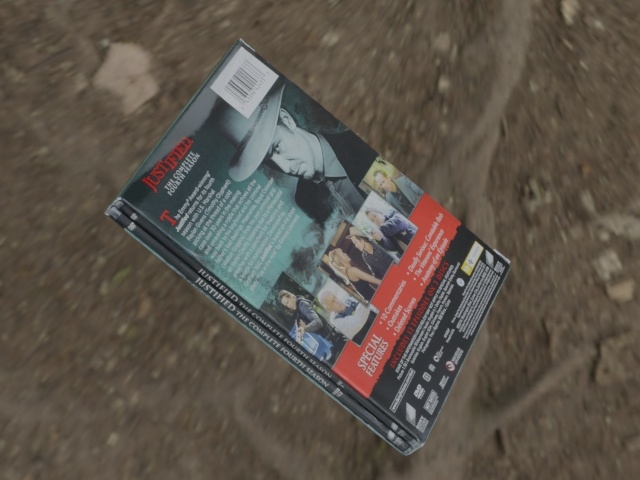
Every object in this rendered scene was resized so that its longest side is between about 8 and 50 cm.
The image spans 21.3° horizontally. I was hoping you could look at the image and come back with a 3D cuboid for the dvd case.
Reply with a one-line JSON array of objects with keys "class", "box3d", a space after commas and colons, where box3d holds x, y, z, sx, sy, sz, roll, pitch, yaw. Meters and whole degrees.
[{"class": "dvd case", "box3d": [0.000, 0.000, 0.537, 0.119, 0.087, 0.013, 40, 137, -10]}]
